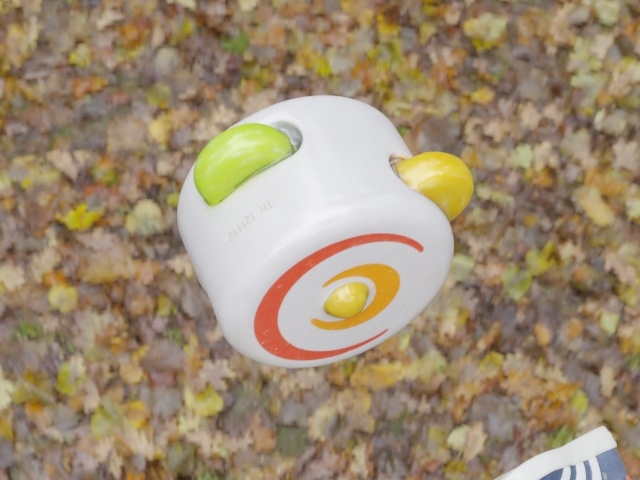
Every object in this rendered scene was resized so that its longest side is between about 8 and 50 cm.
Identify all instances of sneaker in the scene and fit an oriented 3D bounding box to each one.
[{"bbox_3d":[0.290,0.337,1.633,0.350,0.131,0.148,-11,70,-48],"label":"sneaker"}]

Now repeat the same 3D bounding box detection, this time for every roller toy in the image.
[{"bbox_3d":[0.000,0.000,1.024,0.209,0.191,0.146,-7,50,-25],"label":"roller toy"}]
